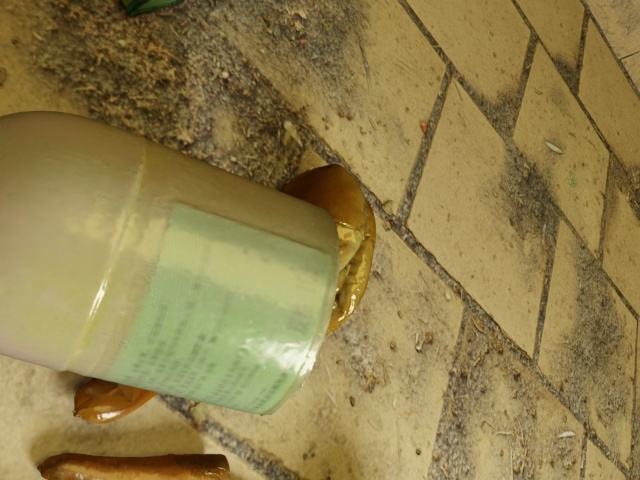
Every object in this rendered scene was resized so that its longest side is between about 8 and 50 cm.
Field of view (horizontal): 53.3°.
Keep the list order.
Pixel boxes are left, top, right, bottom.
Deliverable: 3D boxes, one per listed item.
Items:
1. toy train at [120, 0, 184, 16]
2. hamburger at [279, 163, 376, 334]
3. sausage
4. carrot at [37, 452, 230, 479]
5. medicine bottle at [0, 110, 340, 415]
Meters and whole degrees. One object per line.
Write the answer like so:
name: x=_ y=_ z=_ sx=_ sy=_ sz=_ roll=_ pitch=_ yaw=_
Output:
toy train: x=-0.174 y=-0.416 z=0.853 sx=0.272 sy=0.188 sz=0.159 roll=-38 pitch=104 yaw=-43
hamburger: x=0.000 y=0.000 z=0.907 sx=0.144 sy=0.157 sz=0.282 roll=36 pitch=55 yaw=-31
sausage: x=-0.201 y=0.149 z=0.724 sx=0.062 sy=0.054 sz=0.183 roll=31 pitch=43 yaw=15
carrot: x=-0.200 y=0.255 z=0.693 sx=0.210 sy=0.061 sz=0.061 roll=19 pitch=63 yaw=-35
medicine bottle: x=-0.209 y=0.010 z=0.614 sx=0.406 sy=0.236 sz=0.235 roll=20 pitch=62 yaw=-22
